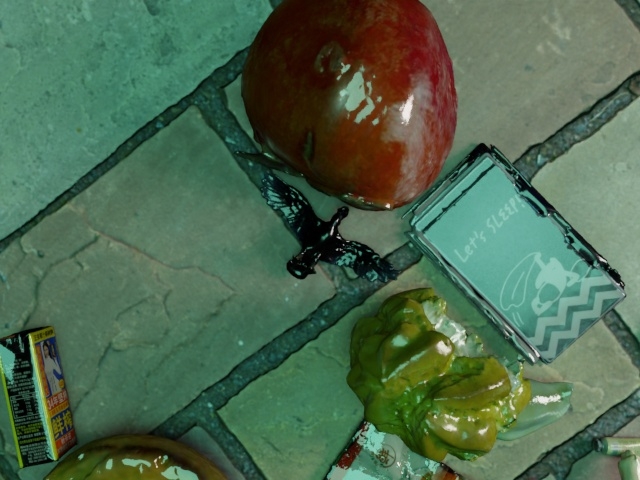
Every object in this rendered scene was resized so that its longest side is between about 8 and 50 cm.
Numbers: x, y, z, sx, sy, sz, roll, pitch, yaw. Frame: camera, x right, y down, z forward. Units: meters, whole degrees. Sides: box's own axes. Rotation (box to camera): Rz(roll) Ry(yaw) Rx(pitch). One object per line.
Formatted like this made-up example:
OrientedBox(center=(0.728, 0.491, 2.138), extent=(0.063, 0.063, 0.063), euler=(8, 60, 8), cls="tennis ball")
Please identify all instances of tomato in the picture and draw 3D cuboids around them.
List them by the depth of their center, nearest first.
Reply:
OrientedBox(center=(0.043, -0.187, 0.777), extent=(0.309, 0.170, 0.308), euler=(0, 93, 1), cls="tomato")

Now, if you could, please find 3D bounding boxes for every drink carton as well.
OrientedBox(center=(-0.367, 0.198, 0.845), extent=(0.056, 0.071, 0.165), euler=(-12, 90, -1), cls="drink carton")

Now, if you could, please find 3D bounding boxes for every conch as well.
OrientedBox(center=(0.238, 0.218, 0.837), extent=(0.180, 0.065, 0.088), euler=(-8, 91, -1), cls="conch")

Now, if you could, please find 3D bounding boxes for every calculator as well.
OrientedBox(center=(0.250, 0.021, 0.852), extent=(0.166, 0.028, 0.274), euler=(-43, 89, 5), cls="calculator")

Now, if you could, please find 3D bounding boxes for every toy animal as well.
OrientedBox(center=(0.000, 0.000, 0.846), extent=(0.220, 0.062, 0.108), euler=(35, 74, 1), cls="toy animal")

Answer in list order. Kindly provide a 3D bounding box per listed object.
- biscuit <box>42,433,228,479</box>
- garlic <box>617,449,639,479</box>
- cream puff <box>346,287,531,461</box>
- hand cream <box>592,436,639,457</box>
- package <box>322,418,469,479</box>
OrientedBox(center=(-0.234, 0.392, 0.834), extent=(0.297, 0.102, 0.296), euler=(0, 88, -1), cls="biscuit")
OrientedBox(center=(0.401, 0.372, 0.792), extent=(0.199, 0.199, 0.225), euler=(2, 74, 1), cls="garlic")
OrientedBox(center=(0.116, 0.162, 0.767), extent=(0.221, 0.195, 0.194), euler=(39, 92, 28), cls="cream puff")
OrientedBox(center=(0.409, 0.272, 0.859), extent=(0.102, 0.022, 0.035), euler=(5, 92, -4), cls="hand cream")
OrientedBox(center=(0.117, 0.352, 0.857), extent=(0.232, 0.040, 0.166), euler=(34, 93, 1), cls="package")
